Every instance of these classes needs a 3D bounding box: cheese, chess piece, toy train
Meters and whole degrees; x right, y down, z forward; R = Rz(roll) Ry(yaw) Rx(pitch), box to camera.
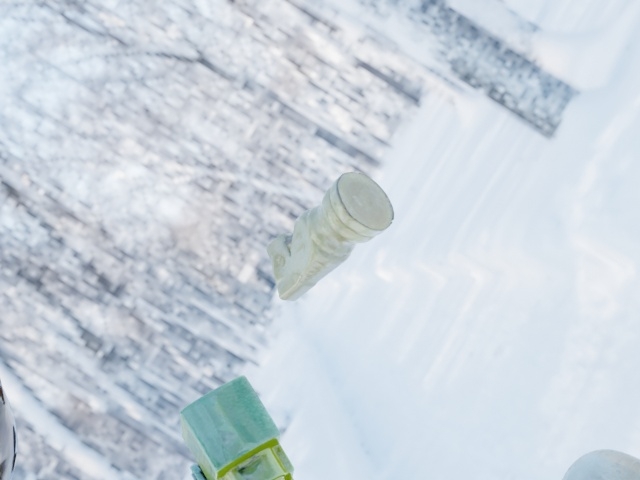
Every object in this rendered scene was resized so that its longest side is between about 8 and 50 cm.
[{"bbox_3d":[0.489,0.447,2.204,0.154,0.189,0.198,-16,-49,-55],"label":"cheese"},{"bbox_3d":[0.000,0.000,1.718,0.200,0.090,0.090,-42,10,39],"label":"chess piece"},{"bbox_3d":[-0.071,0.398,1.920,0.150,0.369,0.237,-29,-18,-15],"label":"toy train"}]

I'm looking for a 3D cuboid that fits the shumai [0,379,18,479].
[{"bbox_3d":[-0.397,0.175,1.094,0.304,0.264,0.309,60,-163,-54],"label":"shumai"}]
